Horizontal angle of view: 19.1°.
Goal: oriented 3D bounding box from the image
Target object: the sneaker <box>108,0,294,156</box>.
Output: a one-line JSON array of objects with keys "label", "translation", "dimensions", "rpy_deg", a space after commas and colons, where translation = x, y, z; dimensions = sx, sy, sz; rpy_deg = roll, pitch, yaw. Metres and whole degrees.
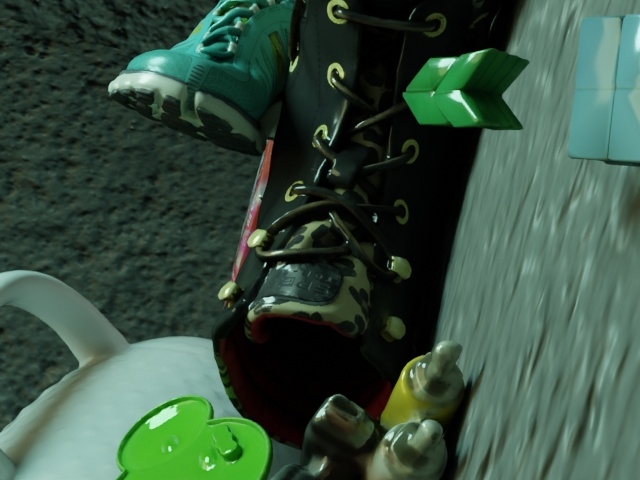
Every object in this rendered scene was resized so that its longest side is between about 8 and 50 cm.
[{"label": "sneaker", "translation": [-0.063, -0.125, 1.266], "dimensions": [0.275, 0.107, 0.110], "rpy_deg": [-44, -26, -75]}]

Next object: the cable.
[{"label": "cable", "translation": [0.017, 0.145, 0.993], "dimensions": [0.139, 0.072, 0.287], "rpy_deg": [-55, -12, -19]}]

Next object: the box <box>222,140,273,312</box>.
[{"label": "box", "translation": [0.000, 0.000, 1.484], "dimensions": [0.257, 0.122, 0.128], "rpy_deg": [-83, 8, -72]}]

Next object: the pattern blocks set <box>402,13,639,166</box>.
[{"label": "pattern blocks set", "translation": [0.089, -0.188, 0.621], "dimensions": [0.285, 0.026, 0.325], "rpy_deg": [-148, 66, -63]}]

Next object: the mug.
[{"label": "mug", "translation": [-0.159, 0.191, 1.393], "dimensions": [0.276, 0.374, 0.328], "rpy_deg": [-22, 22, 29]}]

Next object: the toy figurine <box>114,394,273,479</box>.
[{"label": "toy figurine", "translation": [-0.055, 0.202, 1.206], "dimensions": [0.159, 0.130, 0.173], "rpy_deg": [58, -179, -27]}]

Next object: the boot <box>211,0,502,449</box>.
[{"label": "boot", "translation": [0.025, -0.064, 1.154], "dimensions": [0.377, 0.138, 0.284], "rpy_deg": [102, -177, -59]}]
